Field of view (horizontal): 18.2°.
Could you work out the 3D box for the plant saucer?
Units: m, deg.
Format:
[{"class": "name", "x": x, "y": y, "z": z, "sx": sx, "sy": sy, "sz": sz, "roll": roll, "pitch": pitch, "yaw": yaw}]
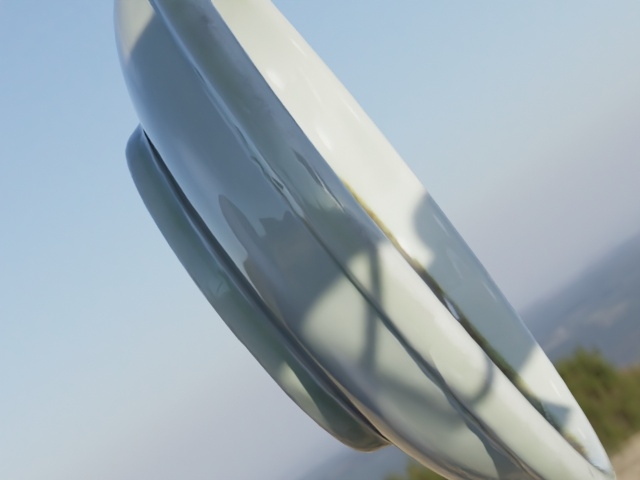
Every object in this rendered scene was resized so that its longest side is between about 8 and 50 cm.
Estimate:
[{"class": "plant saucer", "x": 0.000, "y": 0.000, "z": 1.056, "sx": 0.100, "sy": 0.400, "sz": 0.400, "roll": -38, "pitch": -6, "yaw": 7}]
